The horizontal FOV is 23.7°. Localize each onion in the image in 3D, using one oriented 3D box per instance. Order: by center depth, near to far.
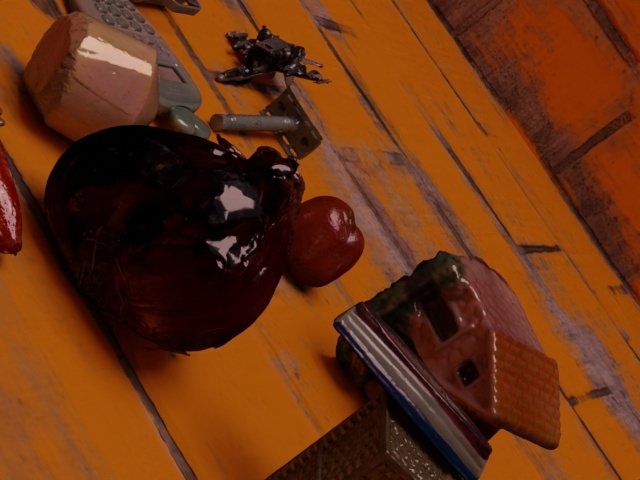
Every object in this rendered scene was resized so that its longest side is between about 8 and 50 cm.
[{"bbox_3d":[-0.165,-0.013,1.628,0.281,0.281,0.221,60,-12,19],"label":"onion"}]

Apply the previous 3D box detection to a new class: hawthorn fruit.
[{"bbox_3d":[0.000,0.000,2.098,0.128,0.128,0.128,44,21,-22],"label":"hawthorn fruit"}]

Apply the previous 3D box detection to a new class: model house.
[{"bbox_3d":[0.170,0.183,1.978,0.202,0.237,0.237,35,24,-54],"label":"model house"}]

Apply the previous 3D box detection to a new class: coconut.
[{"bbox_3d":[-0.260,-0.182,1.793,0.153,0.147,0.147,27,31,-33],"label":"coconut"}]

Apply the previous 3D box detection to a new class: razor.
[{"bbox_3d":[-0.091,-0.175,2.288,0.106,0.068,0.232,56,25,13],"label":"razor"}]

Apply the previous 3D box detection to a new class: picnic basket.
[{"bbox_3d":[0.046,0.289,1.592,0.154,0.196,0.134,45,18,-17],"label":"picnic basket"}]

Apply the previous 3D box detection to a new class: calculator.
[{"bbox_3d":[-0.249,-0.249,2.084,0.295,0.042,0.184,55,20,15],"label":"calculator"}]

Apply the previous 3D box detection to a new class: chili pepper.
[{"bbox_3d":[-0.338,-0.057,1.534,0.088,0.065,0.169,7,52,-62],"label":"chili pepper"}]

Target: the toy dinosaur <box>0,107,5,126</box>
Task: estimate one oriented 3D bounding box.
[{"bbox_3d":[-0.429,-0.195,1.600,0.212,0.057,0.142,9,65,-47],"label":"toy dinosaur"}]

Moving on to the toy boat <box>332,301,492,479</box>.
[{"bbox_3d":[0.100,0.159,1.591,0.229,0.046,0.080,49,12,0],"label":"toy boat"}]

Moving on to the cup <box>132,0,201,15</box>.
[{"bbox_3d":[-0.234,-0.393,2.286,0.128,0.095,0.129,57,23,7],"label":"cup"}]

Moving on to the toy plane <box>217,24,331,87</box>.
[{"bbox_3d":[-0.090,-0.289,2.435,0.192,0.088,0.262,29,17,17],"label":"toy plane"}]
